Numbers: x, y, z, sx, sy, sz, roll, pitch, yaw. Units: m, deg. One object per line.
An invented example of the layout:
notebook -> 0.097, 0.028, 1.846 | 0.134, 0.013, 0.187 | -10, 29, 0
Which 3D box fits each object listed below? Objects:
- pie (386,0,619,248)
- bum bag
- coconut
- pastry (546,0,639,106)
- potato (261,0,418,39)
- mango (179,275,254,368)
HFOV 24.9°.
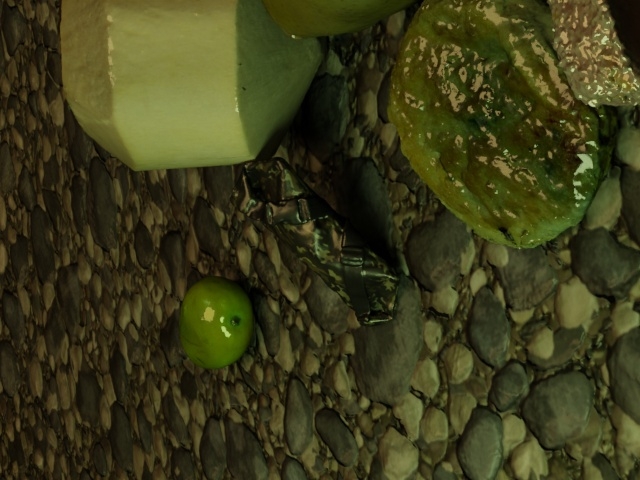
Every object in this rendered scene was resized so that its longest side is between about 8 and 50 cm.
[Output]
pie -> 0.167, -0.119, 1.410 | 0.277, 0.078, 0.277 | 23, 122, 42
bum bag -> 0.001, -0.001, 1.674 | 0.248, 0.069, 0.102 | 42, 125, -4
coconut -> -0.143, -0.225, 1.719 | 0.323, 0.323, 0.323 | 18, 112, 56
pastry -> 0.245, -0.237, 1.265 | 0.112, 0.103, 0.265 | -13, 83, 54
potato -> 0.053, -0.322, 1.442 | 0.351, 0.218, 0.202 | -49, 57, 49
mango -> -0.142, 0.118, 1.987 | 0.117, 0.089, 0.163 | 55, 152, 25
